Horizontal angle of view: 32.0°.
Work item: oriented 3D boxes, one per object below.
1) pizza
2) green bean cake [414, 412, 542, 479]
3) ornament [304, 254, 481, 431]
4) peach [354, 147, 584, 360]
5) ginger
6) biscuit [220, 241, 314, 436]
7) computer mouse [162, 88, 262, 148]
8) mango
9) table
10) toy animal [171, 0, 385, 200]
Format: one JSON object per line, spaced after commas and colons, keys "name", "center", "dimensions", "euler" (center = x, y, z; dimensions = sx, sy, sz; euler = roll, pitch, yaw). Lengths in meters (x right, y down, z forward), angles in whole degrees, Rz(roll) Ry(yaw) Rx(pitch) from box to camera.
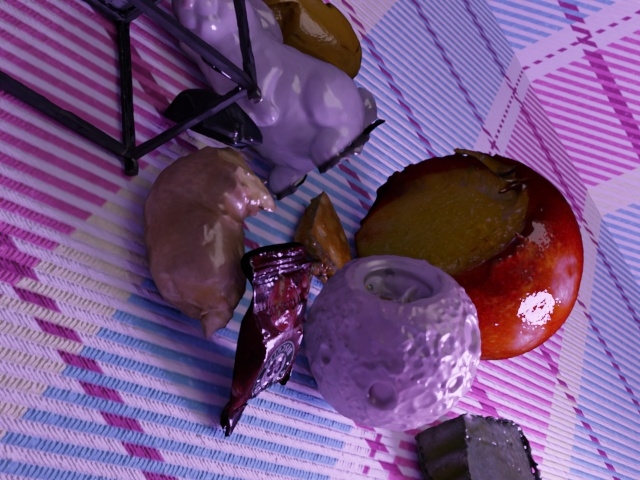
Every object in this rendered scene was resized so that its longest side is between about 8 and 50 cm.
{"name": "pizza", "center": [0.000, 0.000, 1.761], "dimensions": [0.134, 0.046, 0.175], "euler": [27, 45, -53]}
{"name": "green bean cake", "center": [0.270, 0.414, 1.823], "dimensions": [0.255, 0.132, 0.241], "euler": [16, 54, -55]}
{"name": "ornament", "center": [0.101, 0.151, 1.598], "dimensions": [0.259, 0.259, 0.225], "euler": [-55, 152, -61]}
{"name": "peach", "center": [0.260, 0.033, 1.858], "dimensions": [0.310, 0.406, 0.335], "euler": [41, 73, -32]}
{"name": "ginger", "center": [-0.147, -0.010, 1.391], "dimensions": [0.138, 0.152, 0.267], "euler": [68, 31, -65]}
{"name": "biscuit", "center": [-0.067, 0.118, 1.392], "dimensions": [0.151, 0.063, 0.235], "euler": [-19, 128, -59]}
{"name": "computer mouse", "center": [-0.143, -0.169, 1.516], "dimensions": [0.106, 0.192, 0.062], "euler": [20, 93, -33]}
{"name": "mango", "center": [-0.032, -0.362, 1.924], "dimensions": [0.262, 0.130, 0.167], "euler": [30, 40, -44]}
{"name": "table", "center": [-0.267, -0.294, 1.315], "dimensions": [0.335, 0.222, 0.272], "euler": [31, 41, -49]}
{"name": "toy animal", "center": [-0.080, -0.255, 1.697], "dimensions": [0.357, 0.194, 0.258], "euler": [53, 37, -7]}
